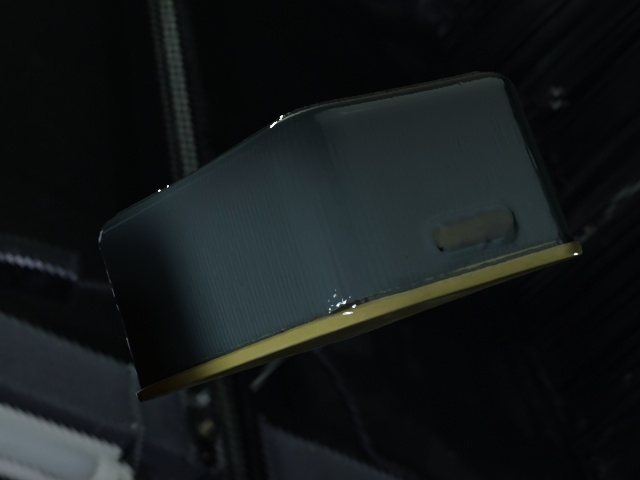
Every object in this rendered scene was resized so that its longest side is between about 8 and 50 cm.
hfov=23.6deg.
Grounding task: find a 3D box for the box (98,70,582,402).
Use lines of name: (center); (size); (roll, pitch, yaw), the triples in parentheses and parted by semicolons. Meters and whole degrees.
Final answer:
box: (0.000, 0.000, 0.685); (0.144, 0.201, 0.090); (-15, -95, -36)
